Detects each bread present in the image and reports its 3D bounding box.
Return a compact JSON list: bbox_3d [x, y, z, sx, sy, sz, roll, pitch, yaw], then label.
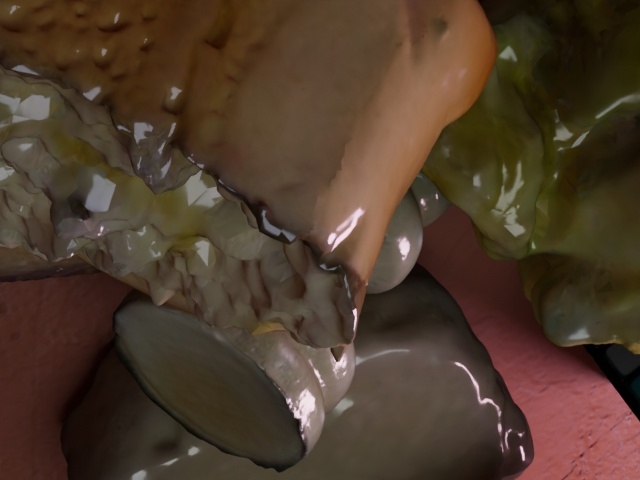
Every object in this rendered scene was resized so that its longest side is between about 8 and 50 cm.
[{"bbox_3d":[-0.085,-0.106,0.766,0.316,0.270,0.211,31,150,-13],"label":"bread"}]

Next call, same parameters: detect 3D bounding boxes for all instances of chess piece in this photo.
[{"bbox_3d":[0.000,0.000,0.963,0.243,0.133,0.133,-52,138,-30],"label":"chess piece"}]

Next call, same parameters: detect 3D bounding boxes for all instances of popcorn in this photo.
[{"bbox_3d":[0.205,-0.053,0.941,0.293,0.293,0.237,-27,156,-5],"label":"popcorn"}]

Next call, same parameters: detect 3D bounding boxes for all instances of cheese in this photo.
[{"bbox_3d":[-0.016,0.157,1.111,0.326,0.115,0.318,4,121,-25],"label":"cheese"}]

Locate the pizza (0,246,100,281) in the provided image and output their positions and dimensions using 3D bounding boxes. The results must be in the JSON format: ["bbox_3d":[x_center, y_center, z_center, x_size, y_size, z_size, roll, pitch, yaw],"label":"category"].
[{"bbox_3d":[-0.200,-0.060,0.888,0.305,0.085,0.161,20,101,-28],"label":"pizza"}]

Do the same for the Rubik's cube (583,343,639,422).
[{"bbox_3d":[0.283,0.058,1.127,0.184,0.187,0.182,-37,131,7],"label":"Rubik's cube"}]
